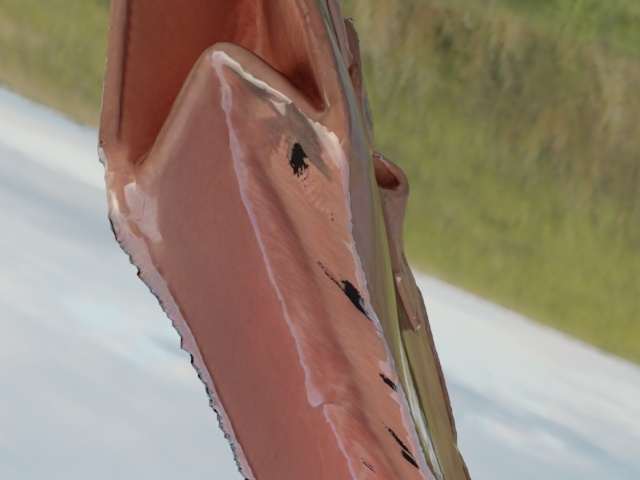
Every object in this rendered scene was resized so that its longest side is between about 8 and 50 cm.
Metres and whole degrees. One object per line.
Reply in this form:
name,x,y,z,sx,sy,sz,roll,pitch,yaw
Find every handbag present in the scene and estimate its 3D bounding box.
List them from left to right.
handbag,0.000,0.000,0.425,0.059,0.157,0.212,-12,136,7
